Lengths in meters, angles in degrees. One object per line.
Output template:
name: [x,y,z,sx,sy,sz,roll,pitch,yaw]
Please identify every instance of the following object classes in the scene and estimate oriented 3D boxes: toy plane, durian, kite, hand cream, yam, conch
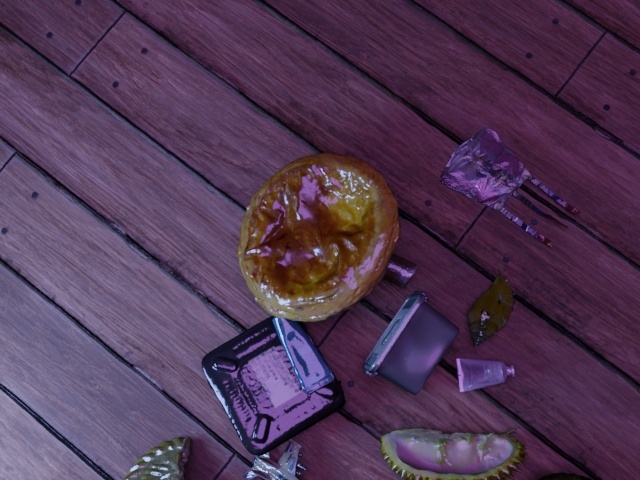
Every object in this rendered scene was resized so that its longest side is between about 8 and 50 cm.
toy plane: [-0.066,0.598,1.860,0.262,0.088,0.192,28,84,22]
durian: [0.319,0.525,1.835,0.352,0.158,0.169,-2,67,6]
kite: [0.496,-0.134,2.018,0.360,0.022,0.204,42,83,13]
hand cream: [-0.051,0.262,1.882,0.083,0.048,0.224,-28,78,-9]
yam: [0.170,0.066,1.965,0.141,0.079,0.079,25,81,6]
hand cream: [0.416,0.332,1.922,0.142,0.053,0.084,-8,78,17]
conch: [0.428,0.185,1.936,0.095,0.079,0.201,45,75,-9]

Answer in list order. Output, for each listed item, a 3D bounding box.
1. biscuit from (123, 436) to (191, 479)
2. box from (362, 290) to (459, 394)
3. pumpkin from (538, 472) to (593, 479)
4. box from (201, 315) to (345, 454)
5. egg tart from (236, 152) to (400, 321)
biscuit: [-0.404,0.593,1.829,0.187,0.036,0.273,-19,36,6]
box: [0.225,0.259,1.890,0.135,0.163,0.243,35,81,-1]
pumpkin: [0.584,0.656,1.793,0.224,0.157,0.223,-5,64,11]
box: [-0.118,0.347,1.906,0.289,0.073,0.290,-29,73,-10]
egg tart: [0.000,0.000,1.902,0.443,0.178,0.443,-9,70,25]
